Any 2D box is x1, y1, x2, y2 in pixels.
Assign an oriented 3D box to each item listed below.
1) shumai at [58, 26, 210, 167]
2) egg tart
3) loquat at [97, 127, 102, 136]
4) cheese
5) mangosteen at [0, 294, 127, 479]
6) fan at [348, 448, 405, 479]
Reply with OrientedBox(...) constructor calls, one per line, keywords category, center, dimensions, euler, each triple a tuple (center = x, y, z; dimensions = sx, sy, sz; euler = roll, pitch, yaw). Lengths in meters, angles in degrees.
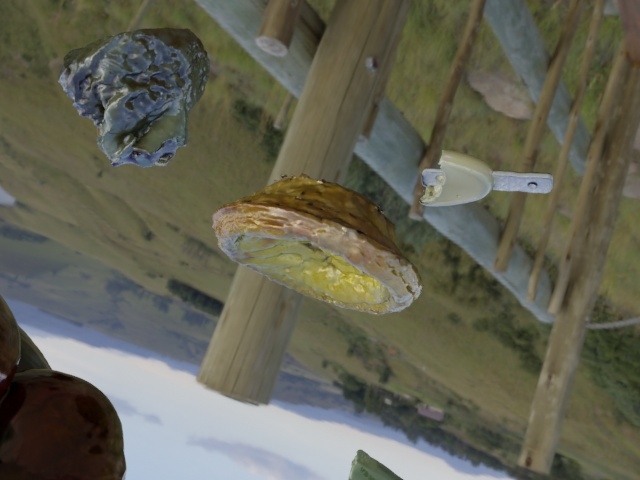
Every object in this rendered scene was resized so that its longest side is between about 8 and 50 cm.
OrientedBox(category="shumai", center=(-0.282, -0.225, 1.068), dimensions=(0.189, 0.218, 0.256), euler=(4, -164, 33))
OrientedBox(category="egg tart", center=(0.000, 0.000, 0.570), dimensions=(0.191, 0.074, 0.191), euler=(17, 163, 5))
OrientedBox(category="loquat", center=(-0.468, -0.260, 1.603), dimensions=(0.163, 0.137, 0.163), euler=(12, 163, 4))
OrientedBox(category="cheese", center=(0.294, -0.106, 1.180), dimensions=(0.235, 0.049, 0.127), euler=(6, 140, 16))
OrientedBox(category="mangosteen", center=(-0.360, 0.157, 0.496), dimensions=(0.435, 0.382, 0.382), euler=(-31, 141, 24))
OrientedBox(category="fan", center=(0.109, 0.382, 0.849), dimensions=(0.240, 0.131, 0.009), euler=(52, 143, 1))
